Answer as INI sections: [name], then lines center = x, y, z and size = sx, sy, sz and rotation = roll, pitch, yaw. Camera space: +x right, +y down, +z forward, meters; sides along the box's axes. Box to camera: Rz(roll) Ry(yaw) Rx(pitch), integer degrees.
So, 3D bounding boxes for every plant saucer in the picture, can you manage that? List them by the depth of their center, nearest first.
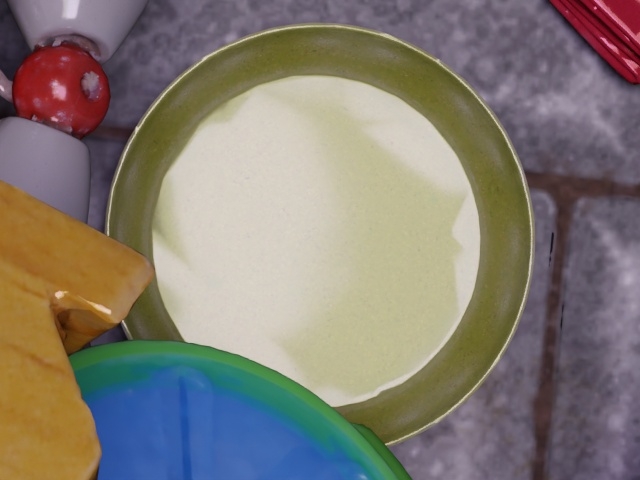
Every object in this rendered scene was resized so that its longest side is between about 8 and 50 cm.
[plant saucer]
center = 0.000, 0.000, 0.710
size = 0.241, 0.037, 0.241
rotation = 0, 89, -9

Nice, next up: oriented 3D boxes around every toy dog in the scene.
[toy dog]
center = -0.157, -0.128, 0.624
size = 0.220, 0.161, 0.334
rotation = 59, 45, -40

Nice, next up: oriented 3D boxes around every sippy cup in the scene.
[sippy cup]
center = -0.093, 0.201, 0.580
size = 0.305, 0.224, 0.240
rotation = 14, 45, -26

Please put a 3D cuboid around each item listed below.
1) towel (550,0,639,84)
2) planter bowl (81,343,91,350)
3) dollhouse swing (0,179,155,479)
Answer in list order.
[towel]
center = 0.215, -0.249, 0.752
size = 0.199, 0.031, 0.275
rotation = 43, 82, -3
[planter bowl]
center = -0.200, 0.074, 0.643
size = 0.162, 0.109, 0.162
rotation = 0, 89, -8
[dollhouse swing]
center = -0.277, 0.147, 0.466
size = 0.315, 0.305, 0.347
rotation = 27, 57, 4
